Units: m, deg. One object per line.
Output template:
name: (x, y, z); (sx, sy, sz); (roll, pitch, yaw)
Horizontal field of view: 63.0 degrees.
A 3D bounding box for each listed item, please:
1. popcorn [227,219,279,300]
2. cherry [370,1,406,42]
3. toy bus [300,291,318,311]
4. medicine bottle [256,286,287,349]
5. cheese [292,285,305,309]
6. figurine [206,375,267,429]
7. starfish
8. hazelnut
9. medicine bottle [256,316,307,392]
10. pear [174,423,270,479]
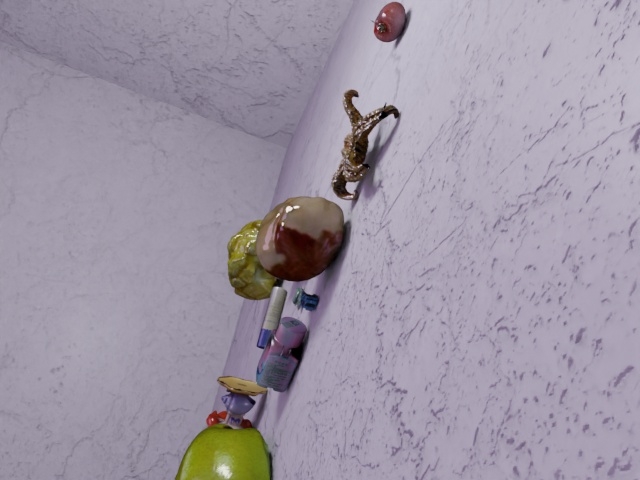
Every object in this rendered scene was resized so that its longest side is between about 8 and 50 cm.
popcorn: (-0.283, 0.081, 2.210); (0.292, 0.294, 0.334); (14, 86, 49)
cherry: (0.209, -0.647, 1.540); (0.126, 0.087, 0.106); (-54, 2, -9)
toy bus: (-0.033, 0.171, 1.474); (0.083, 0.038, 0.046); (-177, 101, -80)
medicine bottle: (-0.181, 0.289, 1.944); (0.059, 0.059, 0.230); (134, 154, -65)
cheese: (-0.069, 0.181, 1.664); (0.121, 0.026, 0.067); (-150, 79, -79)
figurine: (-0.287, 0.592, 1.720); (0.208, 0.181, 0.257); (14, 86, 39)
starfish: (0.101, -0.259, 1.374); (0.303, 0.113, 0.312); (123, 153, -61)
hazelnut: (-0.046, -0.005, 1.436); (0.261, 0.241, 0.261); (-32, 34, 25)
medicine bottle: (-0.107, 0.311, 1.452); (0.119, 0.094, 0.188); (-95, 26, -68)
pear: (-0.276, 0.631, 1.392); (0.318, 0.239, 0.342); (-101, 31, -53)
